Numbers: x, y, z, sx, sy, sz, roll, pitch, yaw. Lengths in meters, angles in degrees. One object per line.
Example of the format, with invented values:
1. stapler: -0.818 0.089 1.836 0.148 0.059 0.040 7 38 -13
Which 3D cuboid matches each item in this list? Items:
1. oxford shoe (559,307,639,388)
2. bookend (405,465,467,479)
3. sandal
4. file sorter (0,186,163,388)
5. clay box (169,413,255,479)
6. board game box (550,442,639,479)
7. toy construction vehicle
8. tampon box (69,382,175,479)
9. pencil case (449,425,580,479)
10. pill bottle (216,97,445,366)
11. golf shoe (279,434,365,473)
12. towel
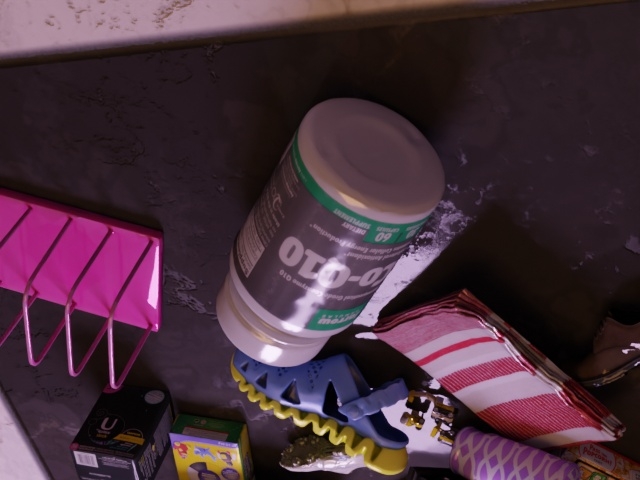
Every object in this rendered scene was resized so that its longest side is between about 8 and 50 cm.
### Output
1. oxford shoe: 0.412 0.140 1.696 0.227 0.083 0.096 -33 85 42
2. bookend: 0.226 0.410 1.872 0.156 0.157 0.072 20 93 38
3. sandal: 0.012 0.232 1.902 0.317 0.126 0.138 25 101 6
4. file sorter: -0.411 0.079 1.878 0.290 0.182 0.202 15 132 9
5. clay box: -0.184 0.404 2.146 0.127 0.053 0.222 6 129 15
6. board game box: 0.438 0.391 1.900 0.193 0.045 0.147 27 133 -2
7. toy construction vehicle: 0.178 0.276 1.919 0.098 0.035 0.086 20 143 8
8. tampon box: -0.331 0.337 2.074 0.120 0.161 0.101 6 129 15
9. pencil case: 0.298 0.347 1.858 0.206 0.088 0.086 18 99 33
10. pill bottle: 0.000 0.000 1.640 0.204 0.204 0.361 29 133 -3
11. golf shoe: 0.016 0.366 2.031 0.176 0.069 0.086 -14 127 31
12. towel: 0.253 0.203 1.776 0.329 0.037 0.237 39 151 -13
